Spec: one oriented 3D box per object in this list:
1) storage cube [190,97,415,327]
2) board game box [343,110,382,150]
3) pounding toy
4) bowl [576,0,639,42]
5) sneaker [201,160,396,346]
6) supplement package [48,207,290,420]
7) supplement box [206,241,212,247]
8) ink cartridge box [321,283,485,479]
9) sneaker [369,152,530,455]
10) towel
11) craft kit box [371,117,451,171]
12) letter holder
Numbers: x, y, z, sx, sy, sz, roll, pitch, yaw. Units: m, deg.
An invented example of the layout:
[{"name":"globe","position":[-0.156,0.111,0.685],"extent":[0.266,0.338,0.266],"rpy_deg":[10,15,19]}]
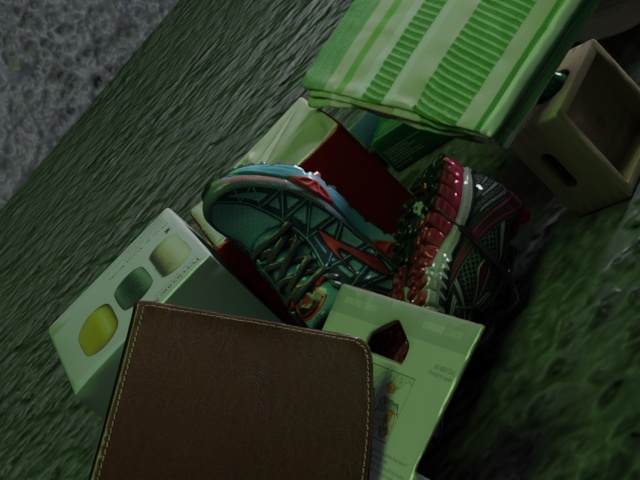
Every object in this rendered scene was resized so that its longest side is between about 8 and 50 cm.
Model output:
[{"name":"storage cube","position":[0.003,-0.011,1.786],"extent":[0.184,0.193,0.215],"rpy_deg":[-46,18,1]},{"name":"board game box","position":[-0.012,-0.082,2.135],"extent":[0.160,0.039,0.211],"rpy_deg":[-47,10,-35]},{"name":"pounding toy","position":[0.232,-0.117,1.594],"extent":[0.100,0.141,0.130],"rpy_deg":[-24,28,48]},{"name":"bowl","position":[0.284,-0.305,1.803],"extent":[0.289,0.289,0.156],"rpy_deg":[-31,66,37]},{"name":"sneaker","position":[0.001,0.023,1.607],"extent":[0.104,0.261,0.125],"rpy_deg":[-54,12,37]},{"name":"supplement package","position":[-0.142,0.120,1.812],"extent":[0.199,0.198,0.262],"rpy_deg":[-46,19,-2]},{"name":"supplement box","position":[-0.147,0.049,2.194],"extent":[0.083,0.056,0.083],"rpy_deg":[-55,20,-26]},{"name":"ink cartridge box","position":[0.038,0.180,1.427],"extent":[0.261,0.066,0.296],"rpy_deg":[-62,21,-5]},{"name":"sneaker","position":[0.121,0.058,1.536],"extent":[0.121,0.112,0.299],"rpy_deg":[-48,22,57]},{"name":"towel","position":[0.133,-0.212,1.658],"extent":[0.325,0.038,0.248],"rpy_deg":[20,74,55]},{"name":"craft kit box","position":[0.191,-0.225,2.049],"extent":[0.250,0.061,0.247],"rpy_deg":[-32,21,36]},{"name":"letter holder","position":[-0.073,0.224,1.364],"extent":[0.152,0.214,0.302],"rpy_deg":[93,-174,-54]}]
